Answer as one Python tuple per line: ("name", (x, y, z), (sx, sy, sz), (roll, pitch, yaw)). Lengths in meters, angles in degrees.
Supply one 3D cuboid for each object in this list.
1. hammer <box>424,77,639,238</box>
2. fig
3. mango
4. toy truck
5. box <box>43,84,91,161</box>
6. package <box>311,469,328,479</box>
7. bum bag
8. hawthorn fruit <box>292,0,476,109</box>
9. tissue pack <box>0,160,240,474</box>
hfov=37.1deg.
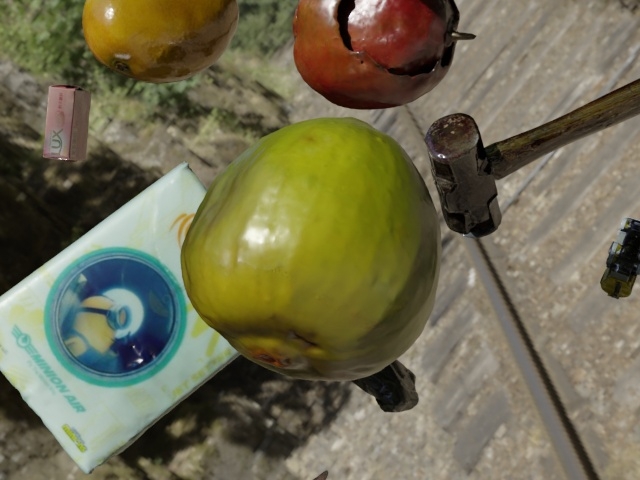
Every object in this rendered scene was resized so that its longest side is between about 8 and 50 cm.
("hammer", (0.369, -0.168, 1.547), (0.408, 0.242, 0.095), (-26, 53, 4))
("fig", (0.001, 0.000, 1.197), (0.343, 0.343, 0.343), (-51, 9, 12))
("mango", (-0.222, -0.320, 1.401), (0.254, 0.176, 0.139), (-21, -2, -32))
("toy truck", (0.442, 0.025, 1.378), (0.123, 0.052, 0.063), (-54, -24, -40))
("box", (-0.511, -0.236, 1.930), (0.111, 0.060, 0.156), (-40, -42, -83))
("package", (-0.098, 0.477, 1.509), (0.269, 0.071, 0.194), (-27, -29, -47))
("bum bag", (0.043, 0.204, 1.776), (0.144, 0.340, 0.095), (-24, -40, -59))
("hawthorn fruit", (0.060, -0.188, 0.876), (0.148, 0.171, 0.148), (-43, -39, -49))
("tissue pack", (-0.267, 0.112, 1.404), (0.388, 0.287, 0.162), (-39, 3, -11))
